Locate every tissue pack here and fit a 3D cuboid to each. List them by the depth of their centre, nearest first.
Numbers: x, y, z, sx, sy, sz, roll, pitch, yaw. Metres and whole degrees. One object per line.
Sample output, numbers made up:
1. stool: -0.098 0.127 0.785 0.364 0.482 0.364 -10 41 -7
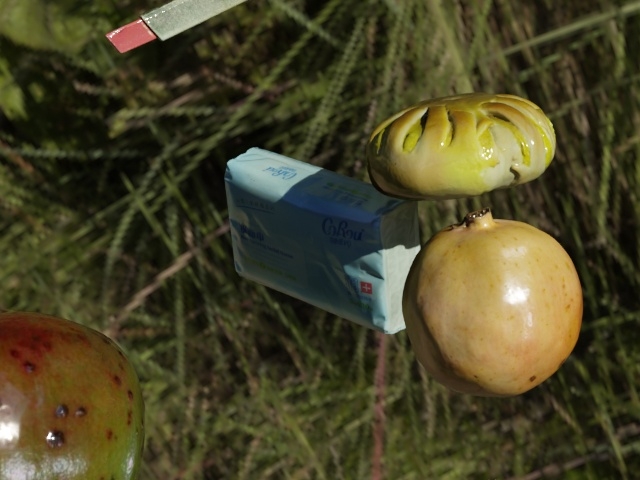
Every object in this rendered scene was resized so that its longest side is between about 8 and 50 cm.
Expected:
1. tissue pack: 0.000 0.000 1.778 0.263 0.177 0.089 19 38 36

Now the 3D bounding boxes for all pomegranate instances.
1. pomegranate: -0.285 0.220 1.326 0.291 0.323 0.291 -21 6 2
2. pomegranate: 0.168 0.065 1.449 0.191 0.191 0.191 -17 38 14

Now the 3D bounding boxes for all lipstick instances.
1. lipstick: -0.128 -0.296 1.748 0.312 0.051 0.051 -31 7 -24

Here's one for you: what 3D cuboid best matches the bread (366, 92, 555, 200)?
1. bread: 0.154 -0.110 1.599 0.213 0.104 0.213 -11 12 2
